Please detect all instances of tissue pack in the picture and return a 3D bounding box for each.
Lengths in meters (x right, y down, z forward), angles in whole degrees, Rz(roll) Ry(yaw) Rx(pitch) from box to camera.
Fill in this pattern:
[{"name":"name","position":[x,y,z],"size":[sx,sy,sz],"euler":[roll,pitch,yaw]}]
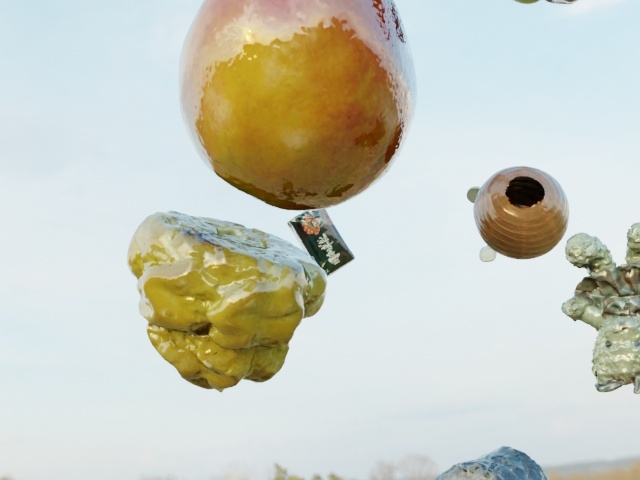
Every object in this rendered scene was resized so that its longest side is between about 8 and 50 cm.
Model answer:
[{"name":"tissue pack","position":[0.001,0.001,2.165],"size":[0.103,0.170,0.090],"euler":[-32,4,-13]}]

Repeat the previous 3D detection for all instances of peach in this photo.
[{"name":"peach","position":[-0.027,-0.195,1.029],"size":[0.308,0.308,0.332],"euler":[-6,-37,-1]}]

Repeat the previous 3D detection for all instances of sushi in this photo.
[{"name":"sushi","position":[0.290,0.514,1.611],"size":[0.171,0.211,0.350],"euler":[-16,-14,-30]}]

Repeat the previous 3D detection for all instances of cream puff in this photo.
[{"name":"cream puff","position":[-0.156,0.105,1.315],"size":[0.291,0.257,0.324],"euler":[9,12,-30]}]

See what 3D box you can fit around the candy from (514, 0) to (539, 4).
[{"name":"candy","position":[0.285,-0.507,1.283],"size":[0.093,0.092,0.335],"euler":[3,-48,29]}]

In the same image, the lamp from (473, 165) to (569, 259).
[{"name":"lamp","position":[0.285,-0.039,1.237],"size":[0.136,0.136,0.136],"euler":[-5,-16,-2]}]

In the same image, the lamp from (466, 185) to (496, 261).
[{"name":"lamp","position":[0.397,-0.041,2.139],"size":[0.050,0.056,0.198],"euler":[-3,-55,27]}]

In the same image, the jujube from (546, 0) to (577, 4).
[{"name":"jujube","position":[0.508,-0.603,1.900],"size":[0.230,0.155,0.155],"euler":[-3,-14,-44]}]

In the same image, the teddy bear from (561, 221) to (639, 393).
[{"name":"teddy bear","position":[0.367,0.091,1.068],"size":[0.133,0.213,0.111],"euler":[-7,-20,23]}]
